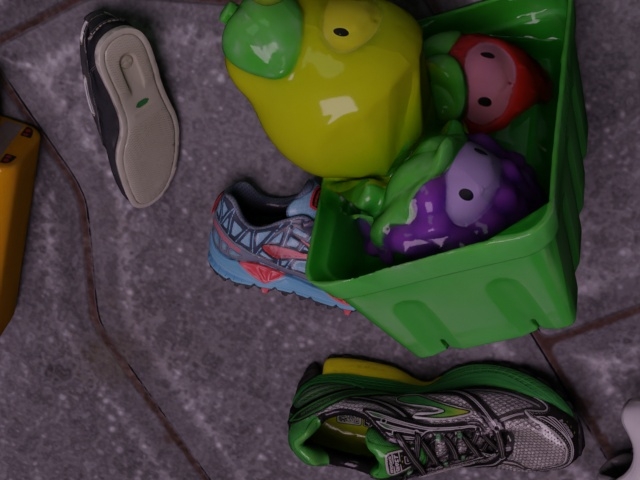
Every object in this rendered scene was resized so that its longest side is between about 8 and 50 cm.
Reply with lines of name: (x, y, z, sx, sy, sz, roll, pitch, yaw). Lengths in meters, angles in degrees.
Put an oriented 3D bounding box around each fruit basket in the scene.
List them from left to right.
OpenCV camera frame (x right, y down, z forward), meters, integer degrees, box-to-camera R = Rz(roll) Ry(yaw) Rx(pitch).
fruit basket: (0.090, -0.119, 1.677, 0.283, 0.392, 0.392, -14, 116, 24)

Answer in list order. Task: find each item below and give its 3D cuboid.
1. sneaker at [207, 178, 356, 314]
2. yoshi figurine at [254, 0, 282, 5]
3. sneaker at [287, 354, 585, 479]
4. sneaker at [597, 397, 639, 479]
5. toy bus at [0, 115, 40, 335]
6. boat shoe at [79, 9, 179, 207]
sneaker: (0.000, 0.000, 1.938, 0.261, 0.104, 0.125, 9, 121, 11)
yoshi figurine: (-0.040, -0.391, 1.584, 0.203, 0.203, 0.362, 16, 95, 22)
sneaker: (0.127, 0.226, 2.013, 0.343, 0.146, 0.134, 1, 121, 15)
sneaker: (0.387, 0.306, 2.017, 0.146, 0.122, 0.331, 18, 127, 27)
toy bus: (-0.404, -0.041, 2.030, 0.130, 0.108, 0.333, 18, 124, 5)
boat shoe: (-0.211, -0.143, 1.944, 0.079, 0.084, 0.233, 33, 144, 43)
